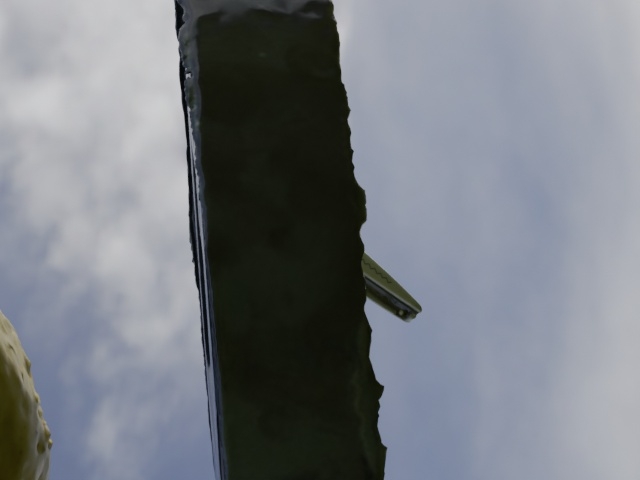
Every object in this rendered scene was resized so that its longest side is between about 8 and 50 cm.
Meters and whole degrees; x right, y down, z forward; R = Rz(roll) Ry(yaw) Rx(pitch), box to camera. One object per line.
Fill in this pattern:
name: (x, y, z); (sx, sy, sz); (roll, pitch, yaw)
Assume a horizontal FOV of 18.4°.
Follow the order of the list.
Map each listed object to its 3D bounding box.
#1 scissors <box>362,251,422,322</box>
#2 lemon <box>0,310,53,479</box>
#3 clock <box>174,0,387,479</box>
scissors: (0.000, 0.000, 1.373); (0.176, 0.022, 0.085); (39, -129, -11)
lemon: (-0.270, 0.105, 1.020); (0.253, 0.253, 0.310); (-54, -29, -35)
clock: (-0.022, 0.018, 0.824); (0.312, 0.061, 0.312); (175, 90, -86)
